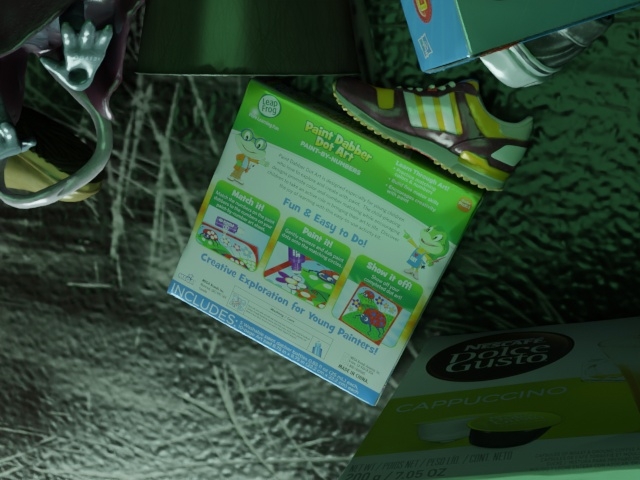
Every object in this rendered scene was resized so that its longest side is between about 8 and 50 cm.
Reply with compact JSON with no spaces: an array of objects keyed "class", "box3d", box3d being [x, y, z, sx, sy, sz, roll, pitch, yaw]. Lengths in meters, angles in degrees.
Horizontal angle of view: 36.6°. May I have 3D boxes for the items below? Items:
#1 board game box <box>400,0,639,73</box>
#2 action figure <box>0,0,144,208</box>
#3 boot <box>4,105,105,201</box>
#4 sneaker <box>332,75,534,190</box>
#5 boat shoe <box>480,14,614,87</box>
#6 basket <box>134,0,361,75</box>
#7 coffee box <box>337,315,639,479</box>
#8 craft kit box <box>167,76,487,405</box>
[{"class":"board game box","box3d":[0.178,-0.313,0.699,0.301,0.086,0.308,-19,98,-15]},{"class":"action figure","box3d":[-0.281,-0.265,0.909,0.248,0.276,0.370,-23,61,-7]},{"class":"boot","box3d":[-0.369,-0.020,1.058,0.236,0.089,0.270,35,112,19]},{"class":"sneaker","box3d":[0.103,-0.121,0.888,0.185,0.069,0.084,28,104,2]},{"class":"boat shoe","box3d":[0.122,-0.288,0.795,0.119,0.121,0.335,-30,105,41]},{"class":"basket","box3d":[-0.065,-0.261,0.853,0.204,0.154,0.227,-2,101,-6]},{"class":"coffee box","box3d":[0.244,0.268,0.803,0.337,0.334,0.338,-8,101,21]},{"class":"craft kit box","box3d":[0.000,0.000,0.959,0.249,0.061,0.247,28,114,8]}]
